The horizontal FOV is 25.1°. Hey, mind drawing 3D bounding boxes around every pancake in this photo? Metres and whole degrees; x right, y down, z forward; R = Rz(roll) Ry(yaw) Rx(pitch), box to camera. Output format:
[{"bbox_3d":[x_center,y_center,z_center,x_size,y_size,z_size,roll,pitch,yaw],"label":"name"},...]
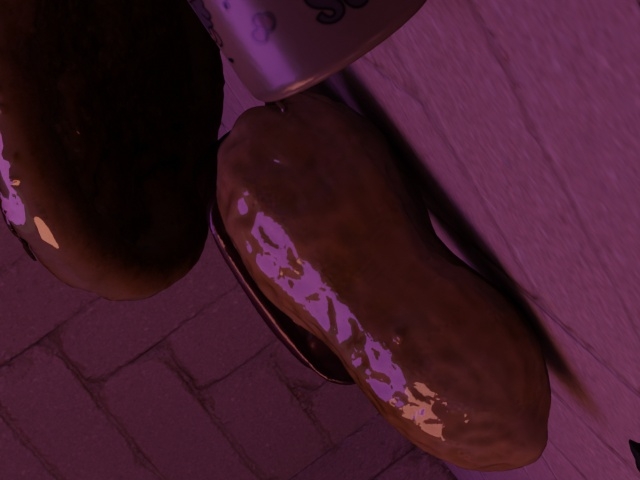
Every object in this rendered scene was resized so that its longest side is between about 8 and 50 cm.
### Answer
[{"bbox_3d":[-0.167,-0.151,1.158,0.382,0.071,0.382,-6,-90,-68],"label":"pancake"}]

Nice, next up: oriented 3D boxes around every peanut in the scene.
[{"bbox_3d":[0.046,0.034,1.007,0.313,0.149,0.149,47,175,8],"label":"peanut"}]

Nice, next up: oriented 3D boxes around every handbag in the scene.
[{"bbox_3d":[0.000,0.000,1.161,0.225,0.146,0.135,58,178,-18],"label":"handbag"}]

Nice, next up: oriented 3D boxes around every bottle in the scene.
[{"bbox_3d":[-0.040,-0.170,0.604,0.110,0.097,0.209,-17,113,45],"label":"bottle"}]

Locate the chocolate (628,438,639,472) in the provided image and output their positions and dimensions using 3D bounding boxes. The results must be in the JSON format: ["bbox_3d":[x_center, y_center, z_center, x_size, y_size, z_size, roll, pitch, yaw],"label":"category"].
[{"bbox_3d":[0.242,0.184,0.529,0.102,0.065,0.329,25,-159,-48],"label":"chocolate"}]
